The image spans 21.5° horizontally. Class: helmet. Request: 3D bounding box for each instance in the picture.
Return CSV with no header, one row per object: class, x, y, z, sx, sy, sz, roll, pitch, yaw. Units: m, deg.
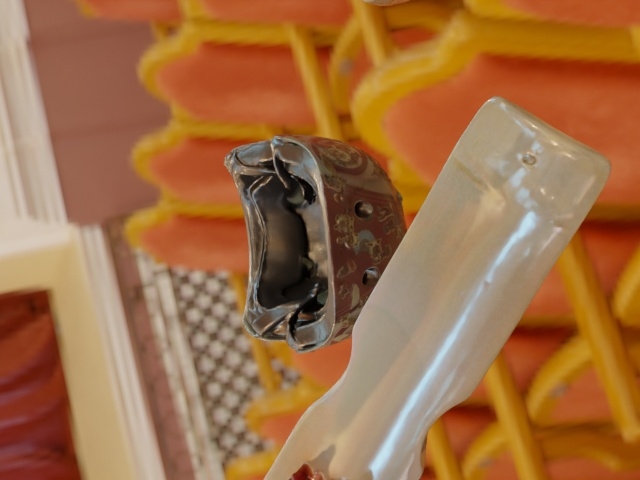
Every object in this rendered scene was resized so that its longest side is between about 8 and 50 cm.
helmet,0.010,-0.002,1.193,0.177,0.107,0.153,6,101,62

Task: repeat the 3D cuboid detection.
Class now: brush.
brush,0.019,0.086,0.723,0.321,0.060,0.050,-61,-4,24

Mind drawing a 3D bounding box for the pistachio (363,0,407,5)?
pistachio,0.085,-0.251,1.143,0.136,0.226,0.136,33,153,19
